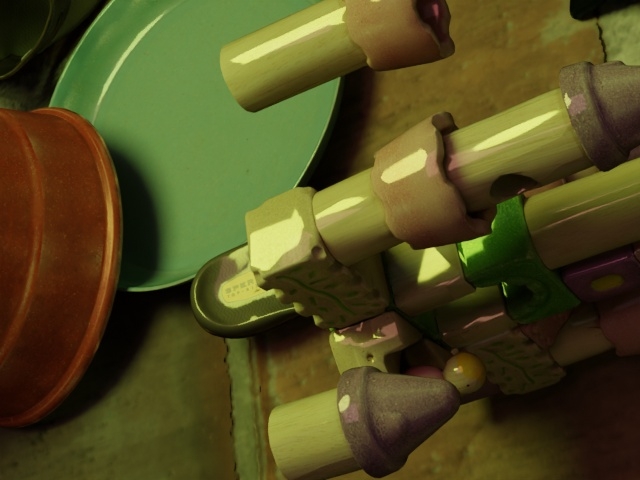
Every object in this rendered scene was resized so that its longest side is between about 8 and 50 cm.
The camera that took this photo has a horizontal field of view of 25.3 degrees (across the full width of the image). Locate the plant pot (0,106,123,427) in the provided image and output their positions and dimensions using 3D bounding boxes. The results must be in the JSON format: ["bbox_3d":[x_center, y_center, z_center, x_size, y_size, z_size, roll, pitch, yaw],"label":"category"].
[{"bbox_3d":[-0.341,0.000,1.110,0.272,0.265,0.272,-14,70,45],"label":"plant pot"}]

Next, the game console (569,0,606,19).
[{"bbox_3d":[0.231,-0.217,0.983,0.107,0.071,0.122,4,70,7],"label":"game console"}]

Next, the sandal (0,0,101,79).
[{"bbox_3d":[-0.273,-0.192,1.235,0.086,0.120,0.303,16,52,42],"label":"sandal"}]

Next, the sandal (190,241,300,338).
[{"bbox_3d":[0.000,0.000,1.008,0.219,0.060,0.090,-22,63,10],"label":"sandal"}]

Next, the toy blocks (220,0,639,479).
[{"bbox_3d":[0.135,0.016,0.772,0.260,0.288,0.309,-20,59,22],"label":"toy blocks"}]

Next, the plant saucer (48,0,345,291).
[{"bbox_3d":[-0.103,-0.103,1.163,0.317,0.043,0.318,-16,62,31],"label":"plant saucer"}]
